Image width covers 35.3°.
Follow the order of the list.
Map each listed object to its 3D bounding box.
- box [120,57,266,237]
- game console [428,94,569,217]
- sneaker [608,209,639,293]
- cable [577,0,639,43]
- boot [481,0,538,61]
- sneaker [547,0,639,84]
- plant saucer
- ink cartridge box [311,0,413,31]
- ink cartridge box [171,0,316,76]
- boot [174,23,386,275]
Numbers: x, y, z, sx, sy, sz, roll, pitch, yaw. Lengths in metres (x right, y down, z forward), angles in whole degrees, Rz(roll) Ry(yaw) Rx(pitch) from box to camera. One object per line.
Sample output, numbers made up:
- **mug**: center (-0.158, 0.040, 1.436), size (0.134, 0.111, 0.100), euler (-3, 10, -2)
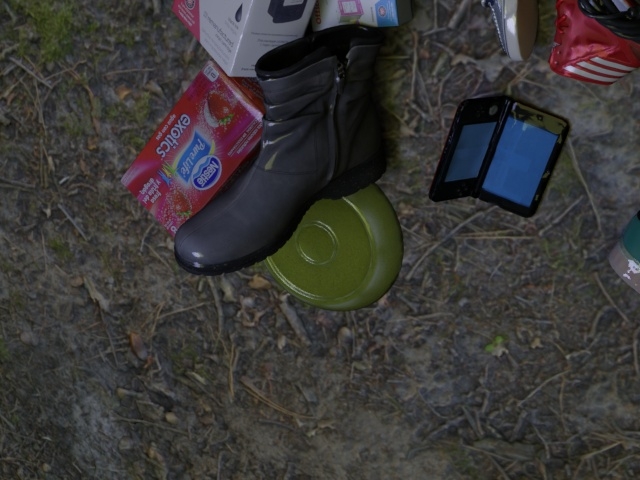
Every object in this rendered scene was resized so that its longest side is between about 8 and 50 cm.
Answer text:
- **box**: center (-0.146, -0.139, 1.397), size (0.122, 0.128, 0.257), euler (46, 125, 2)
- **game console**: center (0.219, -0.098, 1.252), size (0.085, 0.124, 0.144), euler (42, 129, 38)
- **sneaker**: center (0.490, 0.061, 1.164), size (0.302, 0.108, 0.121), euler (35, 128, 11)
- **cable**: center (0.356, -0.282, 1.069), size (0.184, 0.047, 0.150), euler (-34, 105, -5)
- **boot**: center (0.201, -0.304, 1.183), size (0.086, 0.069, 0.190), euler (2, 105, 35)
- **sneaker**: center (0.277, -0.265, 1.142), size (0.221, 0.087, 0.128), euler (47, 124, 3)
- **plant saucer**: center (0.000, 0.000, 1.440), size (0.241, 0.037, 0.241), euler (12, 118, 23)
- **ink cartridge box**: center (0.046, -0.312, 1.262), size (0.122, 0.052, 0.088), euler (3, 113, 29)
- **ink cartridge box**: center (-0.079, -0.347, 1.245), size (0.172, 0.100, 0.237), euler (51, 132, 36)
- **boot**: center (-0.059, -0.122, 1.226), size (0.118, 0.338, 0.223), euler (31, 145, 34)
